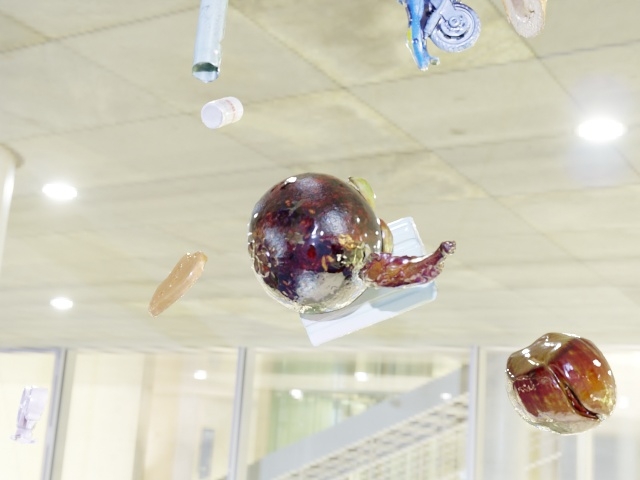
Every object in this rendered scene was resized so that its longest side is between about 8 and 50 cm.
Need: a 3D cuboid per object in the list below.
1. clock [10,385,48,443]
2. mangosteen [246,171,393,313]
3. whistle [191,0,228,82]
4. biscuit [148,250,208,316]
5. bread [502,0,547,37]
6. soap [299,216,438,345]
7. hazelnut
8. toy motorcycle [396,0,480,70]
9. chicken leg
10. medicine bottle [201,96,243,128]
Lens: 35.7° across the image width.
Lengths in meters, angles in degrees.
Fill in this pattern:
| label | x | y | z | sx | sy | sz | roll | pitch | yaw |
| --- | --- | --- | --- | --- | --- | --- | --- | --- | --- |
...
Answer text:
| label | x | y | z | sx | sy | sz | roll | pitch | yaw |
| --- | --- | --- | --- | --- | --- | --- | --- | --- | --- |
| clock | -0.431 | 0.257 | 1.479 | 0.041 | 0.087 | 0.129 | 15 | 159 | -20 |
| mangosteen | 0.000 | 0.000 | 1.883 | 0.287 | 0.288 | 0.288 | 4 | 167 | 1 |
| whistle | -0.231 | -0.471 | 2.117 | 0.062 | 0.312 | 0.062 | 1 | 146 | 1 |
| biscuit | -0.235 | 0.066 | 1.671 | 0.023 | 0.118 | 0.140 | 39 | 125 | -19 |
| bread | 0.208 | -0.267 | 1.018 | 0.049 | 0.103 | 0.062 | -1 | 169 | 38 |
| soap | 0.087 | 0.084 | 2.059 | 0.289 | 0.173 | 0.095 | -22 | -170 | 7 |
| hazelnut | 0.510 | 0.300 | 2.083 | 0.218 | 0.218 | 0.234 | 12 | 162 | -30 |
| toy motorcycle | 0.143 | -0.375 | 1.453 | 0.135 | 0.255 | 0.092 | -19 | 167 | 6 |
| chicken leg | 0.142 | 0.042 | 1.586 | 0.205 | 0.053 | 0.093 | -16 | 136 | 33 |
| medicine bottle | -0.210 | -0.274 | 2.124 | 0.057 | 0.057 | 0.089 | -3 | -166 | 27 |
